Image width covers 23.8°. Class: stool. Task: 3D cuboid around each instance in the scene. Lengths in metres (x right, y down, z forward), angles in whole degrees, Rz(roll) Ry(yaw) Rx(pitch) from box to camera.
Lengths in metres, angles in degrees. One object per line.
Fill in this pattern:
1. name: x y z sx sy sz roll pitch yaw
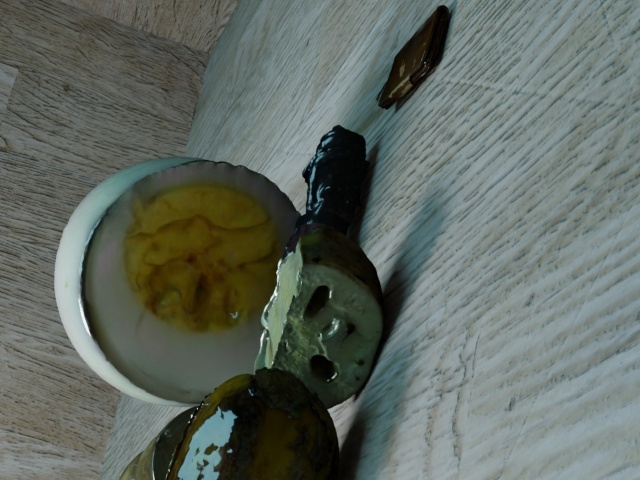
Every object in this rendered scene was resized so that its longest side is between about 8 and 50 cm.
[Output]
1. stool: -0.177 0.345 2.125 0.264 0.179 0.179 133 153 -61

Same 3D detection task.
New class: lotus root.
1. lotus root: -0.100 0.338 1.758 0.179 0.196 0.397 -78 9 -78
2. lotus root: -0.001 0.102 1.809 0.119 0.138 0.234 -82 15 -58

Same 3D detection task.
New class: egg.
1. egg: -0.219 0.056 2.190 0.340 0.355 0.354 1 73 69

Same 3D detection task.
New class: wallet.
1. wallet: 0.122 -0.236 1.999 0.176 0.026 0.095 -41 28 66

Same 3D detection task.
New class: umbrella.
1. umbrella: 0.000 0.000 2.049 0.090 0.094 0.326 100 -176 -69
